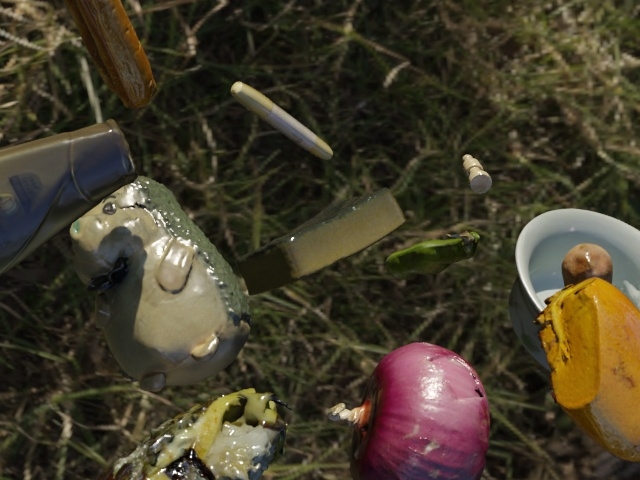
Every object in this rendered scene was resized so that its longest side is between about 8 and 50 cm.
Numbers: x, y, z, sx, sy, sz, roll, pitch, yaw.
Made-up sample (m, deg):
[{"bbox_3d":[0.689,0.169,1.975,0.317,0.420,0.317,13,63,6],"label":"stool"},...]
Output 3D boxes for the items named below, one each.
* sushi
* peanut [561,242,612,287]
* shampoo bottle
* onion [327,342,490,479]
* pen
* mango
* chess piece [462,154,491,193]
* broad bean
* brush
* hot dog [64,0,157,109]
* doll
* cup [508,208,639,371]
[{"bbox_3d":[-0.147,0.271,1.181,0.291,0.131,0.139,-37,146,-43],"label":"sushi"},{"bbox_3d":[0.407,0.054,1.677,0.076,0.076,0.152,-65,158,-15],"label":"peanut"},{"bbox_3d":[-0.346,-0.015,1.078,0.350,0.084,0.125,-28,118,-10],"label":"shampoo bottle"},{"bbox_3d":[0.094,0.191,1.099,0.177,0.153,0.177,4,90,-74],"label":"onion"},{"bbox_3d":[-0.059,-0.181,1.695,0.233,0.040,0.032,33,80,-45],"label":"pen"},{"bbox_3d":[0.378,0.170,1.443,0.154,0.126,0.252,-11,73,-39],"label":"mango"},{"bbox_3d":[0.241,-0.109,1.726,0.035,0.092,0.035,-3,120,-6],"label":"chess piece"},{"bbox_3d":[0.197,0.021,1.962,0.098,0.318,0.056,16,71,-13],"label":"broad bean"},{"bbox_3d":[0.000,0.000,1.342,0.197,0.123,0.059,-29,96,-39],"label":"brush"},{"bbox_3d":[-0.277,-0.277,1.449,0.068,0.100,0.249,-34,141,-14],"label":"hot dog"},{"bbox_3d":[-0.261,0.059,1.714,0.247,0.247,0.349,-11,68,-35],"label":"doll"},{"bbox_3d":[0.466,0.124,1.912,0.347,0.163,0.347,13,45,-13],"label":"cup"}]
